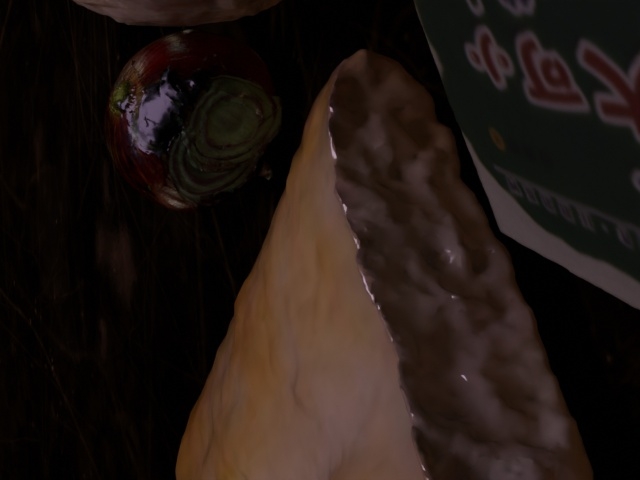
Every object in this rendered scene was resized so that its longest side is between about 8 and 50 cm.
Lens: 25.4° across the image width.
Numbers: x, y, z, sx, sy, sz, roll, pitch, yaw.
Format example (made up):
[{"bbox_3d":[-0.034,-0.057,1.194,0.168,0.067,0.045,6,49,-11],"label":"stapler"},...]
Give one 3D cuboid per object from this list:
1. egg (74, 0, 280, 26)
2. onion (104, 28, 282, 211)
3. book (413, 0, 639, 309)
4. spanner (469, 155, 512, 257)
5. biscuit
[{"bbox_3d":[-0.078,-0.212,0.750,0.245,0.203,0.203,-100,18,-62],"label":"egg"},{"bbox_3d":[-0.083,-0.079,0.908,0.117,0.118,0.118,-52,36,8],"label":"onion"},{"bbox_3d":[0.080,-0.124,0.404,0.260,0.043,0.371,32,150,59],"label":"book"},{"bbox_3d":[0.084,0.029,0.657,0.046,0.012,0.208,-162,70,-63],"label":"spanner"},{"bbox_3d":[0.029,0.214,0.683,0.446,0.104,0.429,114,142,-47],"label":"biscuit"}]
